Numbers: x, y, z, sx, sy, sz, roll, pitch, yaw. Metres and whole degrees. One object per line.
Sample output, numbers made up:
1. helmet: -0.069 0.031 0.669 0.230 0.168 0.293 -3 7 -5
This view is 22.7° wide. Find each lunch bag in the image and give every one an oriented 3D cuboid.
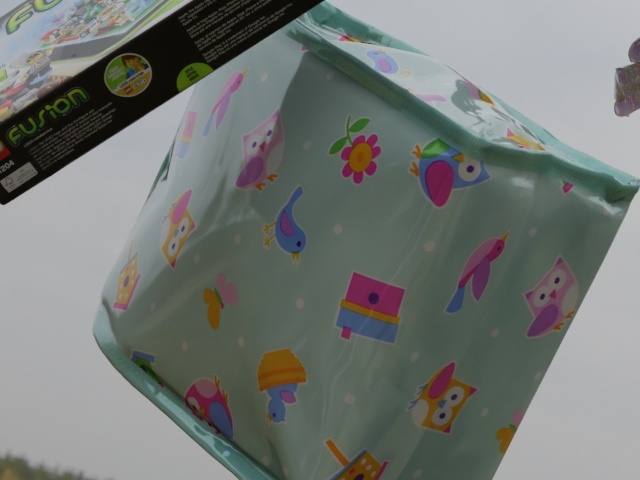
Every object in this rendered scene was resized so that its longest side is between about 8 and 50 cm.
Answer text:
1. lunch bag: 0.000 0.000 0.833 0.160 0.223 0.262 11 18 -43

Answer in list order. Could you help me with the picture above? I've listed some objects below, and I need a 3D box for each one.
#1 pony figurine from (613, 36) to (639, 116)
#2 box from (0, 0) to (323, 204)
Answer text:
1. pony figurine: 0.412 -0.284 1.406 0.351 0.303 0.363 -24 23 -29
2. box: -0.076 -0.107 0.734 0.036 0.207 0.114 56 2 -32
